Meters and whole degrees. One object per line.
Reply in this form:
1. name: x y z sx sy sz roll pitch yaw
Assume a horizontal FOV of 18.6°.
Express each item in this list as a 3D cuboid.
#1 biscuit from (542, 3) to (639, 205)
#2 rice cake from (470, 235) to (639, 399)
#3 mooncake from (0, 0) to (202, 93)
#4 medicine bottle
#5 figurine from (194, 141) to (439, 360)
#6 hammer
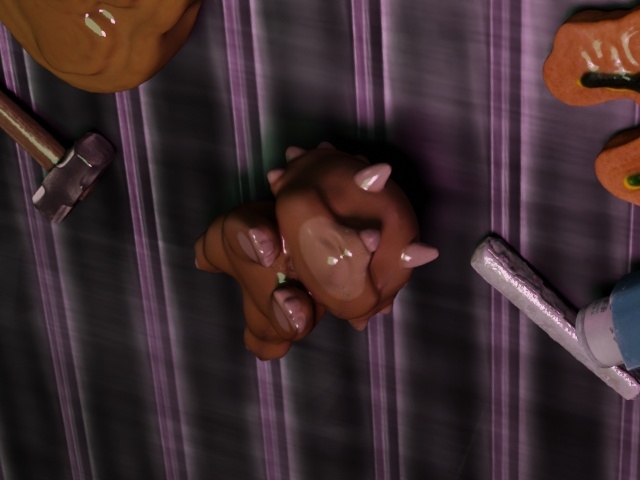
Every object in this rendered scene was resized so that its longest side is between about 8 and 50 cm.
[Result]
1. biscuit: 0.342 -0.126 1.575 0.334 0.047 0.202 -14 115 37
2. rice cake: 0.222 0.074 1.807 0.207 0.033 0.033 42 133 -3
3. mooncake: -0.214 -0.255 1.775 0.235 0.117 0.235 17 133 19
4. medicine bottle: 0.346 0.063 1.691 0.258 0.079 0.124 -20 111 40
5. figurine: 0.003 0.003 1.809 0.177 0.173 0.247 57 162 10
6. hammer: -0.368 -0.172 1.987 0.365 0.043 0.111 43 135 0
